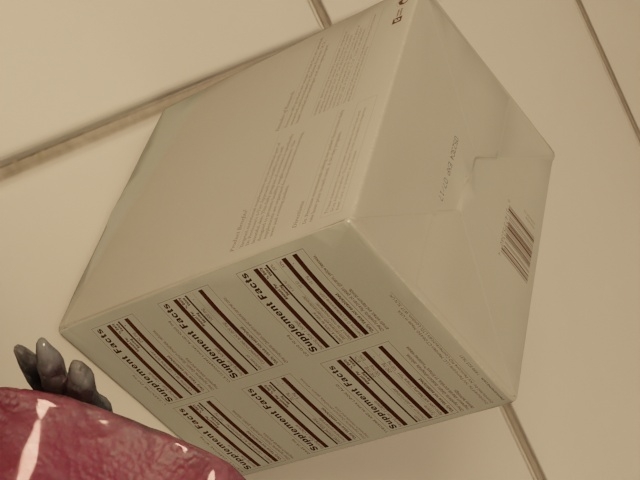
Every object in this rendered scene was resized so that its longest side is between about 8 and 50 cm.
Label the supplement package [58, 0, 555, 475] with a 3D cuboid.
[{"bbox_3d":[0.000,0.000,0.766,0.149,0.203,0.194,47,40,-28],"label":"supplement package"}]

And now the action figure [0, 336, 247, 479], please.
[{"bbox_3d":[-0.147,0.236,0.518,0.276,0.248,0.370,95,16,-57],"label":"action figure"}]
